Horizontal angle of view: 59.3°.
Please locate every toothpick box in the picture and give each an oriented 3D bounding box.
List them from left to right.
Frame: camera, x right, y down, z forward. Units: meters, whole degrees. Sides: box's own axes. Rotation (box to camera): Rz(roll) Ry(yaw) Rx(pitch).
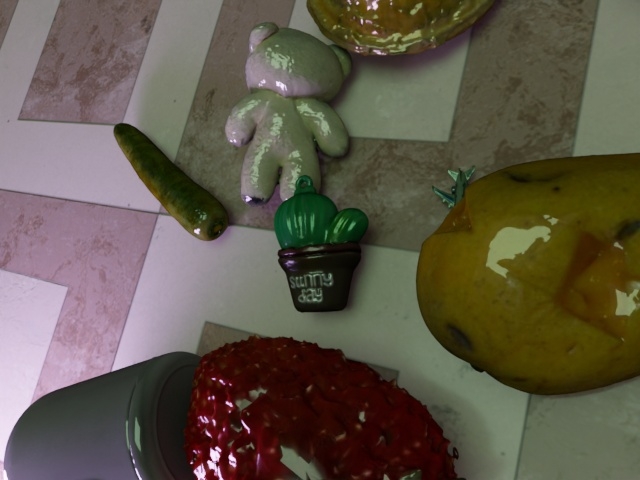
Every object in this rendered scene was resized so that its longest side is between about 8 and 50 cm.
[{"bbox_3d":[-0.300,0.299,0.789,0.316,0.229,0.229,-19,67,20],"label":"toothpick box"}]

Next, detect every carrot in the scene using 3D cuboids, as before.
[{"bbox_3d":[-0.282,-0.118,0.994,0.358,0.074,0.074,41,95,31],"label":"carrot"}]

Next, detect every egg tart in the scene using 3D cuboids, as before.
[{"bbox_3d":[0.120,-0.421,0.840,0.319,0.128,0.318,-6,69,17],"label":"egg tart"}]

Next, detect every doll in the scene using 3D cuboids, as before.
[{"bbox_3d":[-0.056,-0.184,0.890,0.149,0.175,0.278,2,83,65],"label":"doll"}]

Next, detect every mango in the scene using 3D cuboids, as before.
[{"bbox_3d":[0.284,0.024,0.605,0.365,0.182,0.253,-21,91,10],"label":"mango"}]

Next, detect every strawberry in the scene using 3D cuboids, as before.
[{"bbox_3d":[-0.003,0.240,0.667,0.292,0.292,0.343,-44,45,8],"label":"strawberry"}]

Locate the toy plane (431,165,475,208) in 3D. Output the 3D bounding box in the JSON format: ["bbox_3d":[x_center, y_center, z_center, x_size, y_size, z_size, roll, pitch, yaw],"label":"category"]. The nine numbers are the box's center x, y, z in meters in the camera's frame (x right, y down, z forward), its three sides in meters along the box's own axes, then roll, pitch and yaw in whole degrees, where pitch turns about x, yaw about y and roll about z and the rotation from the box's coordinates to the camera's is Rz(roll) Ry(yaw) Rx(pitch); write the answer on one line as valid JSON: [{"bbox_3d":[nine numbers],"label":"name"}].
[{"bbox_3d":[0.192,-0.060,0.766,0.080,0.033,0.083,-1,81,25],"label":"toy plane"}]

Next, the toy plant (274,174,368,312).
[{"bbox_3d":[0.000,0.000,0.795,0.143,0.105,0.200,-7,81,25],"label":"toy plant"}]
